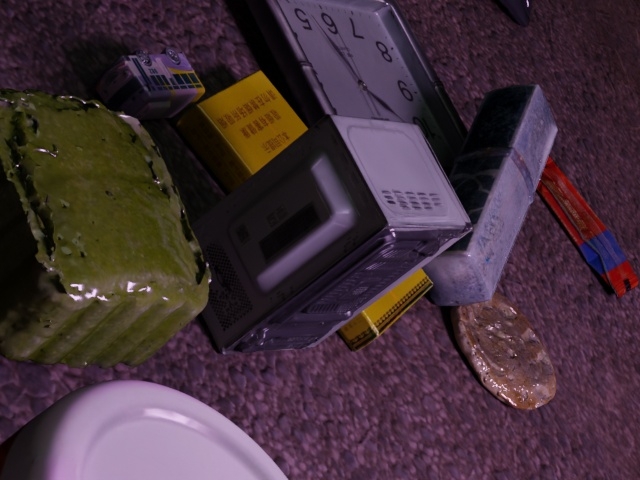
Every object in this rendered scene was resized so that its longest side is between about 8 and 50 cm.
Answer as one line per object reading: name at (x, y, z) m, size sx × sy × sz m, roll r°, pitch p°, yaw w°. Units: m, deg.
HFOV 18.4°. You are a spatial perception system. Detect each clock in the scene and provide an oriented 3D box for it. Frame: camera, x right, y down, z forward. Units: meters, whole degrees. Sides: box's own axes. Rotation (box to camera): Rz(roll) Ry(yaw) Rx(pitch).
clock at (0.044, -0.169, 2.134) m, size 0.273 × 0.049 × 0.279 m, roll 2°, pitch 56°, yaw -53°

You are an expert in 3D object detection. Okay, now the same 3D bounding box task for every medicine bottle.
medicine bottle at (-0.146, 0.246, 1.215) m, size 0.252 × 0.241 × 0.252 m, roll 35°, pitch 33°, yaw -26°

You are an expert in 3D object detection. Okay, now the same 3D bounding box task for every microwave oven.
microwave oven at (0.000, 0.000, 1.723) m, size 0.162 × 0.208 × 0.122 m, roll -1°, pitch 58°, yaw -55°

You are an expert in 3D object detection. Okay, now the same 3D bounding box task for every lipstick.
lipstick at (0.177, -0.049, 2.086) m, size 0.076 × 0.077 × 0.289 m, roll 62°, pitch 36°, yaw -33°

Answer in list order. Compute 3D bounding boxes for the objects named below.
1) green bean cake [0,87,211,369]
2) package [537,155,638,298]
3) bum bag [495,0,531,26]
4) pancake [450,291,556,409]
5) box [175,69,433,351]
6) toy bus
green bean cake at (-0.199, -0.011, 1.556) m, size 0.200 × 0.113 × 0.214 m, roll 4°, pitch 53°, yaw -52°
package at (0.313, -0.021, 2.372) m, size 0.200 × 0.022 × 0.083 m, roll 56°, pitch 30°, yaw 7°
bum bag at (0.205, -0.376, 2.580) m, size 0.248 × 0.060 × 0.123 m, roll 29°, pitch 36°, yaw -36°
pancake at (0.190, 0.112, 2.051) m, size 0.151 × 0.025 × 0.151 m, roll 36°, pitch 32°, yaw -27°
box at (-0.014, -0.033, 1.916) m, size 0.279 × 0.041 × 0.153 m, roll 51°, pitch 28°, yaw 0°
toy bus at (-0.158, -0.140, 1.822) m, size 0.058 × 0.052 × 0.102 m, roll 57°, pitch 28°, yaw 11°
